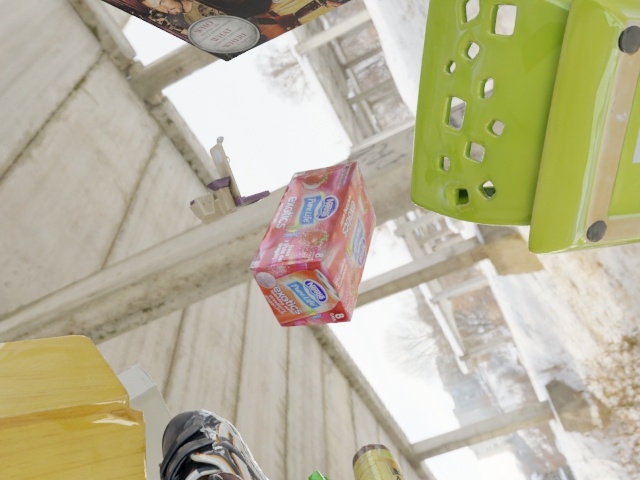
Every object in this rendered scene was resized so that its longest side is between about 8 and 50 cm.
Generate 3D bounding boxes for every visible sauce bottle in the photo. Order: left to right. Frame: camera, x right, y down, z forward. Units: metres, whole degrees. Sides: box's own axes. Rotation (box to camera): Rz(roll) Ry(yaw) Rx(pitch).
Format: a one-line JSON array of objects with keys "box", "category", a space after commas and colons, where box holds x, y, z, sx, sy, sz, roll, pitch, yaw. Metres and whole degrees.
[{"box": [0.150, 0.563, 1.233, 0.111, 0.111, 0.344, 63, 178, -16], "category": "sauce bottle"}]

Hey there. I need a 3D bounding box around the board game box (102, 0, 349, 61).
[{"box": [-0.018, -0.169, 0.264, 0.165, 0.243, 0.042, 11, -109, -51], "category": "board game box"}]

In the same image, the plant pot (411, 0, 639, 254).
[{"box": [0.231, -0.114, 0.509, 0.207, 0.228, 0.227, -133, 42, -60], "category": "plant pot"}]

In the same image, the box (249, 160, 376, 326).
[{"box": [0.000, 0.000, 0.929, 0.257, 0.123, 0.128, -70, -34, -48], "category": "box"}]

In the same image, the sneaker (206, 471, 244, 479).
[{"box": [-0.127, 0.265, 0.457, 0.106, 0.162, 0.281, 27, -163, 33], "category": "sneaker"}]

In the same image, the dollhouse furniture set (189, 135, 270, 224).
[{"box": [-0.134, -0.063, 0.666, 0.091, 0.114, 0.081, -23, -89, -38], "category": "dollhouse furniture set"}]

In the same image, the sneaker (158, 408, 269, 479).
[{"box": [-0.174, 0.338, 0.859, 0.127, 0.126, 0.321, 31, 173, -41], "category": "sneaker"}]

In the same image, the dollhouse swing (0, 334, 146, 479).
[{"box": [-0.442, 0.238, 0.883, 0.305, 0.315, 0.347, -117, 30, -45], "category": "dollhouse swing"}]

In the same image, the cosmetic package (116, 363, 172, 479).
[{"box": [-0.371, 0.447, 1.292, 0.160, 0.113, 0.309, 14, 127, 57], "category": "cosmetic package"}]

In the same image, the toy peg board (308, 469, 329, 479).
[{"box": [-0.012, 0.427, 0.866, 0.079, 0.160, 0.161, 43, 168, 35], "category": "toy peg board"}]
